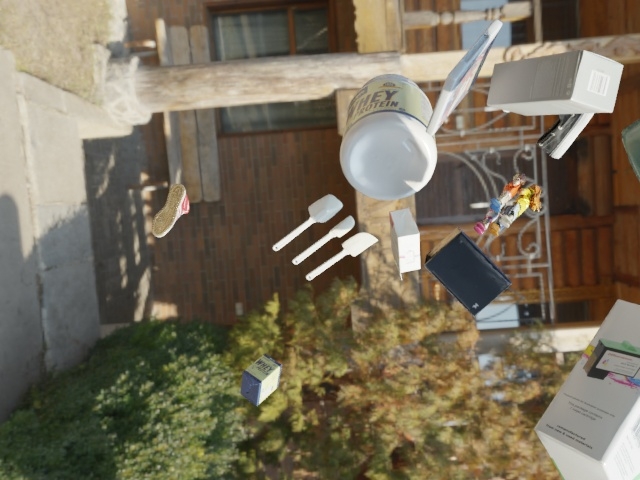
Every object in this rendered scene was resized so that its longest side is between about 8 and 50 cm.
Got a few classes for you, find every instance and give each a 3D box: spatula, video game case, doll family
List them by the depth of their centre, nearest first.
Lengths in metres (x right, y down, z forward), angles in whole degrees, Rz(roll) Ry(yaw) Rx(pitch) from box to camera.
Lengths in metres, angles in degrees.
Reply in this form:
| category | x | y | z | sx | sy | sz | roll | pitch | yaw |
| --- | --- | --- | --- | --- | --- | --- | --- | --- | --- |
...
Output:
| category | x | y | z | sx | sy | sz | roll | pitch | yaw |
| --- | --- | --- | --- | --- | --- | --- | --- | --- | --- |
| video game case | 0.301 | -0.340 | 1.215 | 0.183 | 0.023 | 0.201 | -50 | 169 | -19 |
| spatula | 0.000 | 0.000 | 1.406 | 0.168 | 0.242 | 0.019 | 41 | 39 | -17 |
| doll family | 0.574 | -0.094 | 1.704 | 0.118 | 0.163 | 0.263 | 43 | -17 | 13 |

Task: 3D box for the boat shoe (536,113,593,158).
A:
| category | x | y | z | sx | sy | sz | roll | pitch | yaw |
| --- | --- | --- | --- | --- | --- | --- | --- | --- | --- |
| boat shoe | 0.562 | -0.286 | 1.289 | 0.080 | 0.076 | 0.228 | -56 | 170 | -35 |

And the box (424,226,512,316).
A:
| category | x | y | z | sx | sy | sz | roll | pitch | yaw |
| --- | --- | --- | --- | --- | --- | --- | --- | --- | --- |
| box | 0.320 | 0.062 | 1.264 | 0.153 | 0.108 | 0.207 | 46 | 11 | 4 |

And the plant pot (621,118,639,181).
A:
| category | x | y | z | sx | sy | sz | roll | pitch | yaw |
| --- | --- | --- | --- | --- | --- | --- | --- | --- | --- |
| plant pot | 0.605 | -0.116 | 0.720 | 0.341 | 0.334 | 0.341 | 33 | 41 | -33 |

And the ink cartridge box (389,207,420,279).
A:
| category | x | y | z | sx | sy | sz | roll | pitch | yaw |
| --- | --- | --- | --- | --- | --- | --- | --- | --- | --- |
| ink cartridge box | 0.255 | 0.014 | 1.727 | 0.198 | 0.067 | 0.115 | 79 | 0 | -47 |

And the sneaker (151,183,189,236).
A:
| category | x | y | z | sx | sy | sz | roll | pitch | yaw |
| --- | --- | --- | --- | --- | --- | --- | --- | --- | --- |
| sneaker | -0.308 | -0.054 | 1.187 | 0.067 | 0.042 | 0.119 | 98 | 15 | -74 |

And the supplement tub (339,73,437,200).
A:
| category | x | y | z | sx | sy | sz | roll | pitch | yaw |
| --- | --- | --- | --- | --- | --- | --- | --- | --- | --- |
| supplement tub | 0.178 | -0.280 | 1.491 | 0.325 | 0.235 | 0.236 | -80 | 167 | -53 |

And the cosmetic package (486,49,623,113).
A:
| category | x | y | z | sx | sy | sz | roll | pitch | yaw |
| --- | --- | --- | --- | --- | --- | --- | --- | --- | --- |
| cosmetic package | 0.477 | -0.320 | 1.189 | 0.238 | 0.127 | 0.107 | 25 | -73 | 60 |

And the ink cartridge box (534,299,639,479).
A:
| category | x | y | z | sx | sy | sz | roll | pitch | yaw |
| --- | --- | --- | --- | --- | --- | --- | --- | --- | --- |
| ink cartridge box | 0.495 | 0.268 | 0.933 | 0.117 | 0.278 | 0.201 | 19 | -28 | 51 |

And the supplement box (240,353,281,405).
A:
| category | x | y | z | sx | sy | sz | roll | pitch | yaw |
| --- | --- | --- | --- | --- | --- | --- | --- | --- | --- |
| supplement box | -0.146 | 0.341 | 1.403 | 0.083 | 0.056 | 0.083 | -34 | 144 | -46 |
